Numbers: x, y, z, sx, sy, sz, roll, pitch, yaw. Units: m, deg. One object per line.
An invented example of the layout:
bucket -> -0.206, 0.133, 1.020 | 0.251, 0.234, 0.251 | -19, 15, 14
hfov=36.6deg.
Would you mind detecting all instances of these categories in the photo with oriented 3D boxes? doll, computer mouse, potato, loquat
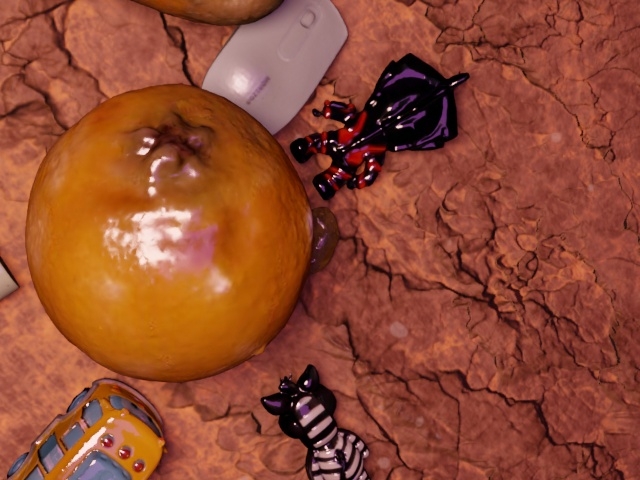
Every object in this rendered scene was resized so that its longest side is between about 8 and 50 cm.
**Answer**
doll -> 0.001, 0.261, 1.292 | 0.091, 0.067, 0.219 | -35, 111, -15
computer mouse -> -0.056, -0.227, 1.214 | 0.128, 0.079, 0.231 | 37, 81, -21
potato -> 0.000, 0.000, 1.272 | 0.046, 0.045, 0.092 | 12, 90, 16
loquat -> -0.165, -0.006, 1.077 | 0.328, 0.328, 0.328 | -2, 97, -19
doll -> 0.084, -0.155, 1.268 | 0.248, 0.088, 0.127 | -35, 127, -2

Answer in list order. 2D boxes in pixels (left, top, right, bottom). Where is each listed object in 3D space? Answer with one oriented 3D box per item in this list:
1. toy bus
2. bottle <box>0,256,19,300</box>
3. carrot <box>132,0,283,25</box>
toy bus -> -0.278, 0.276, 1.160 | 0.126, 0.136, 0.209 | 45, 80, -18
bottle -> -0.453, 0.081, 1.113 | 0.201, 0.072, 0.072 | -34, 105, -13
carrot -> -0.190, -0.370, 1.077 | 0.340, 0.224, 0.224 | 10, 93, -12
